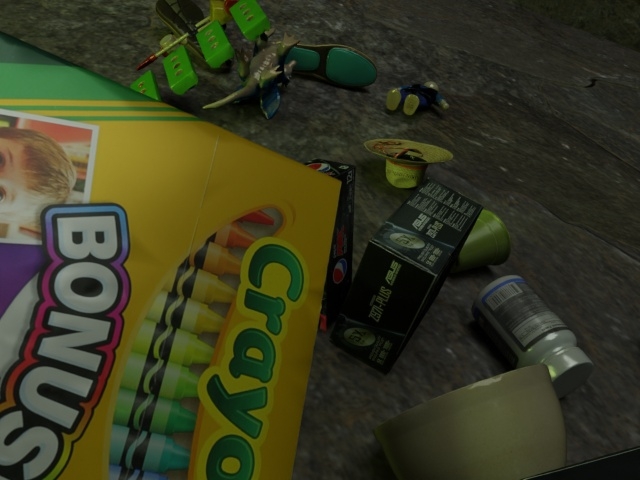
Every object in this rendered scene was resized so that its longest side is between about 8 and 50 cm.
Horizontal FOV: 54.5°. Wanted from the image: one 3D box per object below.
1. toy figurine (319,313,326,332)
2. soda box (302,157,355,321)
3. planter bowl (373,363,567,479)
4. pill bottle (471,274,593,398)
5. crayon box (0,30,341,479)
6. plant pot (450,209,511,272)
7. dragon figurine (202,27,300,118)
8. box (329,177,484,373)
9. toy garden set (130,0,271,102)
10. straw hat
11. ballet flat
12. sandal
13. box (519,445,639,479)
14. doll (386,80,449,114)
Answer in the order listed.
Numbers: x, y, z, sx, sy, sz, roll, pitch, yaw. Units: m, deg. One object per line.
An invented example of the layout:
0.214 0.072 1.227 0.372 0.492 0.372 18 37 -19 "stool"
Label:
-0.190 0.065 0.587 0.217 0.191 0.363 8 30 42 "toy figurine"
0.000 0.000 0.681 0.053 0.168 0.060 16 30 30 "soda box"
0.140 0.186 0.529 0.162 0.162 0.109 -6 63 -31 "planter bowl"
0.246 0.112 0.726 0.078 0.078 0.137 -4 41 -28 "pill bottle"
-0.167 0.076 0.367 0.313 0.106 0.362 21 64 -22 "crayon box"
0.203 0.009 0.856 0.079 0.083 0.083 -22 51 -26 "plant pot"
-0.106 -0.268 1.067 0.085 0.144 0.289 22 55 1 "dragon figurine"
0.099 0.034 0.704 0.078 0.147 0.180 29 37 14 "box"
-0.196 -0.304 1.004 0.049 0.244 0.203 49 10 -41 "toy garden set"
0.137 -0.117 0.998 0.145 0.061 0.144 5 22 -2 "straw hat"
0.002 -0.365 1.260 0.232 0.080 0.073 9 22 -16 "ballet flat"
-0.247 -0.392 1.201 0.090 0.060 0.219 -29 71 -40 "sandal"
0.227 0.240 0.457 0.261 0.184 0.103 -2 44 -27 "box"
0.203 -0.294 1.277 0.129 0.046 0.189 21 28 19 "doll"
